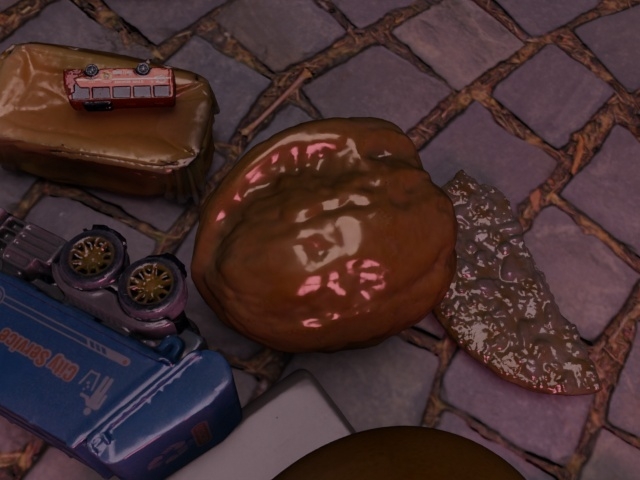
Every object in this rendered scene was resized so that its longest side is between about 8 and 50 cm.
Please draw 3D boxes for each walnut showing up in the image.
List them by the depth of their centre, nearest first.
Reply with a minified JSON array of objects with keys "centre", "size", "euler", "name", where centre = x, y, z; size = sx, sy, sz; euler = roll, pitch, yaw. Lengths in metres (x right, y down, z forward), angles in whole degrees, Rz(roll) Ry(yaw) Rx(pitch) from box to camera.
[{"centre":[0.000,0.000,0.679],"size":[0.257,0.257,0.224],"euler":[-18,36,-14],"name":"walnut"}]

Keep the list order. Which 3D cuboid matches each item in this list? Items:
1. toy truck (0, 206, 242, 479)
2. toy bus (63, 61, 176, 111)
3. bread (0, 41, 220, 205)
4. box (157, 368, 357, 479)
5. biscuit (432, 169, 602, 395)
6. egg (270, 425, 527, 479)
[{"centre":[-0.243,0.077,0.637],"size":[0.367,0.146,0.175],"euler":[25,61,14],"name":"toy truck"},{"centre":[-0.204,-0.155,0.713],"size":[0.110,0.031,0.043],"euler":[-4,78,-8],"name":"toy bus"},{"centre":[-0.238,-0.128,0.772],"size":[0.241,0.107,0.136],"euler":[9,68,-2],"name":"bread"},{"centre":[-0.084,0.229,0.656],"size":[0.244,0.055,0.103],"euler":[-33,73,-19],"name":"box"},{"centre":[0.184,0.052,0.775],"size":[0.141,0.038,0.289],"euler":[-16,67,-12],"name":"biscuit"},{"centre":[0.037,0.286,0.537],"size":[0.323,0.250,0.250],"euler":[-26,71,-11],"name":"egg"}]
